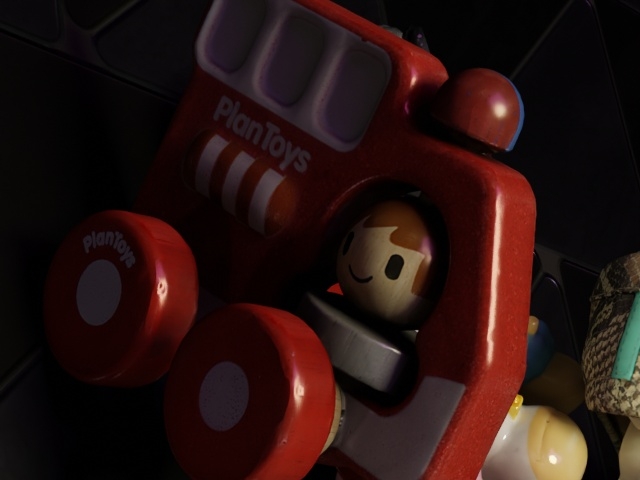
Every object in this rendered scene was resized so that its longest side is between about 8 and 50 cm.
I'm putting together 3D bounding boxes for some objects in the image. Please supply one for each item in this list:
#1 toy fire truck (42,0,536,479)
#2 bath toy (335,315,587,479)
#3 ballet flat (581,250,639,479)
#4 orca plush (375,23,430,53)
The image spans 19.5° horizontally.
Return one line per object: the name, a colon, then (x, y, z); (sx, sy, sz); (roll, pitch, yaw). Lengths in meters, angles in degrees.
toy fire truck: (0.000, 0.000, 1.041); (0.169, 0.254, 0.302); (12, 15, -46)
bath toy: (0.075, 0.170, 1.187); (0.151, 0.129, 0.348); (17, 30, 16)
ballet flat: (0.284, 0.202, 1.363); (0.182, 0.164, 0.483); (-63, 142, -26)
orca plush: (-0.006, -0.112, 1.301); (0.102, 0.151, 0.287); (33, 34, 15)
